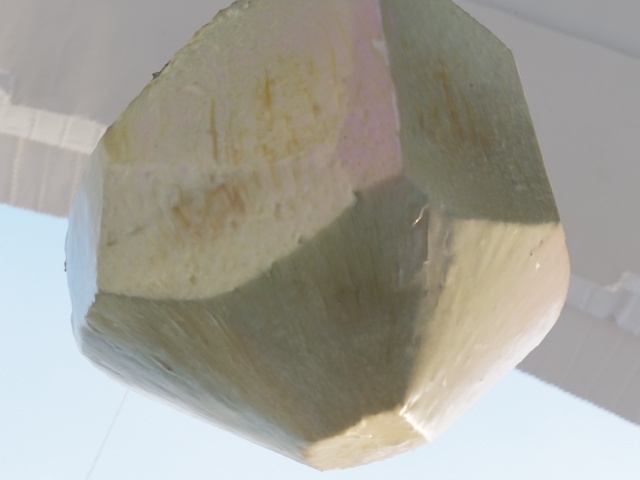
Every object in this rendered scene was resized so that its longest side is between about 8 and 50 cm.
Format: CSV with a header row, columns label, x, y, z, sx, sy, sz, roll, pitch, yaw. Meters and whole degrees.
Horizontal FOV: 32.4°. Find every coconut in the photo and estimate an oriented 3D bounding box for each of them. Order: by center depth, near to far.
label,x,y,z,sx,sy,sz,roll,pitch,yaw
coconut,0.000,0.000,0.510,0.237,0.237,0.197,-13,-35,12
